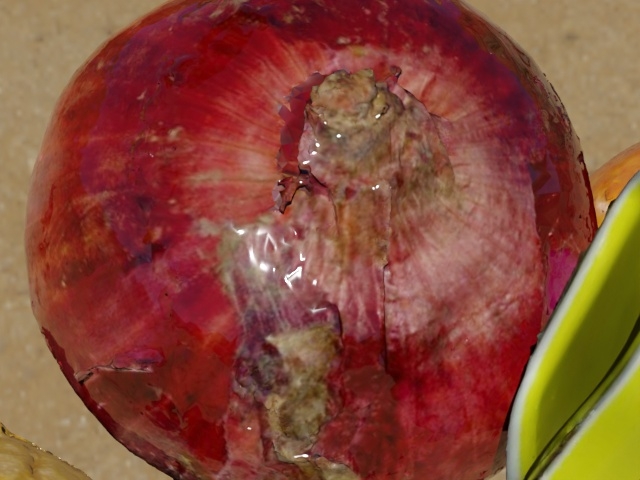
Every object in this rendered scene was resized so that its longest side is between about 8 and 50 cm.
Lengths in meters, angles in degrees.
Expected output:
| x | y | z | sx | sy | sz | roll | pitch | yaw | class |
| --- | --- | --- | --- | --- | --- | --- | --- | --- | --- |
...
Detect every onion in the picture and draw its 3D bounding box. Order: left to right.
| x | y | z | sx | sy | sz | roll | pitch | yaw | class |
| --- | --- | --- | --- | --- | --- | --- | --- | --- | --- |
| 0.000 | 0.000 | 0.751 | 0.276 | 0.276 | 0.276 | -1 | 32 | 1 | onion |

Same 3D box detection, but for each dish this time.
| x | y | z | sx | sy | sz | roll | pitch | yaw | class |
| --- | --- | --- | --- | --- | --- | --- | --- | --- | --- |
| 0.143 | 0.059 | 0.608 | 0.108 | 0.262 | 0.221 | 22 | 36 | -6 | dish |

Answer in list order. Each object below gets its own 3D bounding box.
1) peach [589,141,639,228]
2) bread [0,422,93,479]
| x | y | z | sx | sy | sz | roll | pitch | yaw | class |
| --- | --- | --- | --- | --- | --- | --- | --- | --- | --- |
| 0.278 | 0.041 | 1.076 | 0.289 | 0.289 | 0.308 | -12 | 37 | -16 | peach |
| -0.283 | 0.273 | 1.135 | 0.398 | 0.215 | 0.398 | 15 | 19 | -5 | bread |
